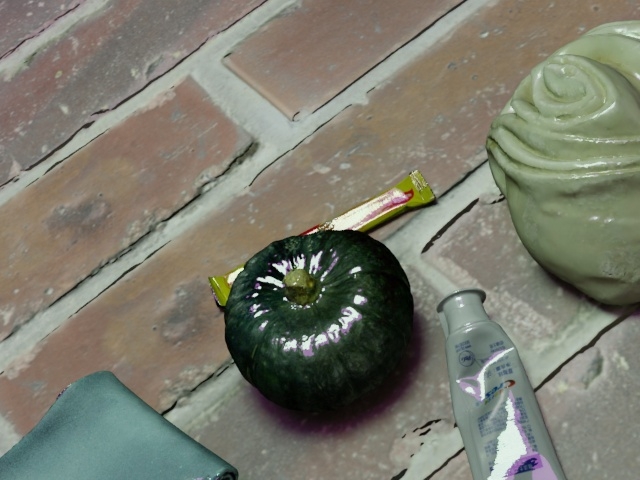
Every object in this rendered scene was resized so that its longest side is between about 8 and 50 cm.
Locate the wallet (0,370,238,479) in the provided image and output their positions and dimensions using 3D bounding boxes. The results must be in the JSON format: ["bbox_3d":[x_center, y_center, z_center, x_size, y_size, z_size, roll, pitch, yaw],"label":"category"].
[{"bbox_3d":[-0.260,0.294,1.411,0.251,0.054,0.290,28,68,38],"label":"wallet"}]

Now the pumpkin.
[{"bbox_3d":[-0.003,0.081,1.423,0.211,0.152,0.212,-2,59,3],"label":"pumpkin"}]

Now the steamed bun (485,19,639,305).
[{"bbox_3d":[0.340,-0.118,1.413,0.324,0.219,0.310,-25,48,-1],"label":"steamed bun"}]

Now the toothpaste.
[{"bbox_3d":[0.180,0.172,1.354,0.096,0.061,0.266,-18,55,4],"label":"toothpaste"}]

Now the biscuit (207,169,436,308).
[{"bbox_3d":[0.000,0.000,1.576,0.292,0.026,0.048,-28,67,-2],"label":"biscuit"}]
